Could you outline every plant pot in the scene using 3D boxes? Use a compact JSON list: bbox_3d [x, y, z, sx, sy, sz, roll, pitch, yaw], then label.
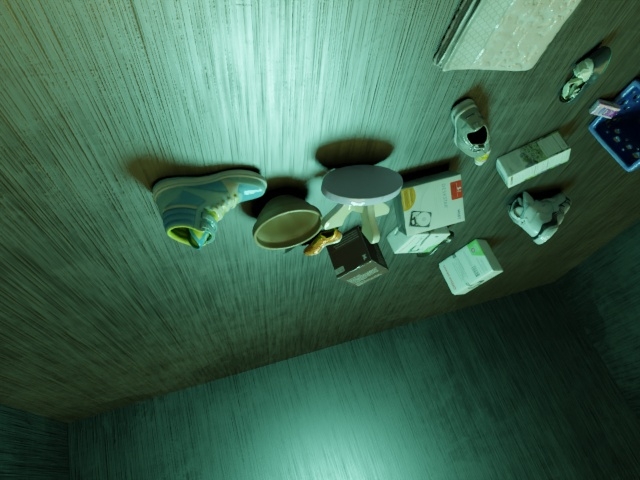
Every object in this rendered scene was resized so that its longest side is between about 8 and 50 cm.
[{"bbox_3d":[-0.116,-0.075,1.456,0.237,0.110,0.237,-16,154,-8],"label":"plant pot"},{"bbox_3d":[1.155,-0.411,1.546,0.212,0.236,0.236,-14,153,-22],"label":"plant pot"}]

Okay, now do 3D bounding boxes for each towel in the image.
[{"bbox_3d":[0.467,-0.540,1.031,0.316,0.054,0.332,-10,153,-19],"label":"towel"}]

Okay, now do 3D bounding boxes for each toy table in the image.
[{"bbox_3d":[0.121,-0.128,1.405,0.274,0.252,0.161,-5,134,-17],"label":"toy table"}]

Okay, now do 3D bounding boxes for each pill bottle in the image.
[{"bbox_3d":[0.571,-0.303,1.558,0.043,0.043,0.083,-17,154,-4],"label":"pill bottle"}]

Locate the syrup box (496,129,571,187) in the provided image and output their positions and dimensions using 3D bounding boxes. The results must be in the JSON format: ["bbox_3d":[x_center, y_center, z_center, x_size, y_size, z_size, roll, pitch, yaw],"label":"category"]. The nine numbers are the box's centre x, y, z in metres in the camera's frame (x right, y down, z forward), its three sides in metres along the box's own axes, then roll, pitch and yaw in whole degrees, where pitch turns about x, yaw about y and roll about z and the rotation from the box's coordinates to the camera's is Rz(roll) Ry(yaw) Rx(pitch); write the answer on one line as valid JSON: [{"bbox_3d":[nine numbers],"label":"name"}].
[{"bbox_3d":[0.794,-0.303,1.653,0.236,0.093,0.096,-26,153,13],"label":"syrup box"}]

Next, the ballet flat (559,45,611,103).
[{"bbox_3d":[0.785,-0.488,1.325,0.074,0.074,0.203,-14,155,-10],"label":"ballet flat"}]

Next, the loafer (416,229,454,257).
[{"bbox_3d":[0.530,0.004,2.099,0.078,0.080,0.220,34,130,-19],"label":"loafer"}]

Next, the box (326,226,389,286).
[{"bbox_3d":[0.157,0.074,1.857,0.168,0.167,0.203,-29,152,19],"label":"box"}]

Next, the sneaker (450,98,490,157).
[{"bbox_3d":[0.480,-0.319,1.385,0.105,0.115,0.281,-30,152,20],"label":"sneaker"}]

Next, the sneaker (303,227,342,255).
[{"bbox_3d":[0.000,0.000,1.751,0.175,0.064,0.067,-33,131,15],"label":"sneaker"}]

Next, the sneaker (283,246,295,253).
[{"bbox_3d":[-0.108,-0.009,1.652,0.089,0.051,0.170,-20,157,-10],"label":"sneaker"}]

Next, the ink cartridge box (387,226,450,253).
[{"bbox_3d":[0.430,-0.021,1.944,0.219,0.093,0.160,-2,148,-32],"label":"ink cartridge box"}]

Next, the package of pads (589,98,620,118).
[{"bbox_3d":[0.986,-0.457,1.530,0.083,0.032,0.050,13,150,-6],"label":"package of pads"}]

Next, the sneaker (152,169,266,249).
[{"bbox_3d":[-0.288,-0.078,1.225,0.318,0.208,0.127,-11,151,-17],"label":"sneaker"}]

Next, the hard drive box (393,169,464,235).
[{"bbox_3d":[0.390,-0.137,1.596,0.232,0.089,0.181,-16,109,-9],"label":"hard drive box"}]

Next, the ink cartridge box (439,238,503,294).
[{"bbox_3d":[0.813,0.147,2.402,0.114,0.199,0.273,3,146,-40],"label":"ink cartridge box"}]

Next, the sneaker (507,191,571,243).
[{"bbox_3d":[1.013,-0.157,2.043,0.366,0.210,0.137,-44,171,-36],"label":"sneaker"}]
